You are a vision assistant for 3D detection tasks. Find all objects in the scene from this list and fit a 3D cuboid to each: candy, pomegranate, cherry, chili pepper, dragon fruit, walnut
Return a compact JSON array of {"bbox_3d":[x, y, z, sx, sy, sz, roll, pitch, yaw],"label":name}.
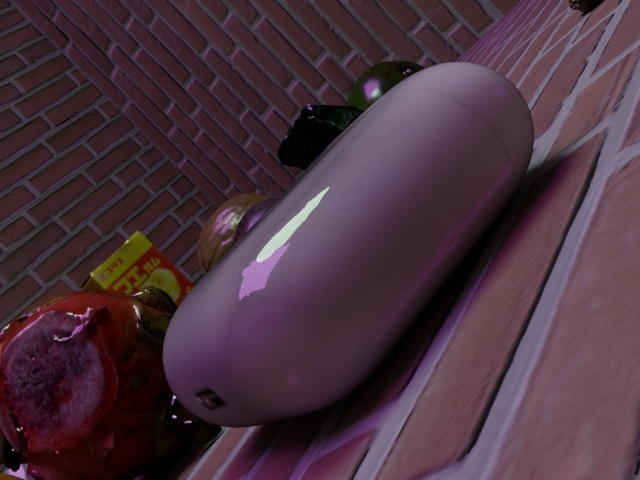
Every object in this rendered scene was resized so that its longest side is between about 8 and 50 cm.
[{"bbox_3d":[-0.308,0.130,1.596,0.146,0.276,0.088,-50,8,-36],"label":"candy"},{"bbox_3d":[0.129,-0.200,1.453,0.187,0.187,0.225,-51,-17,-50],"label":"pomegranate"},{"bbox_3d":[-0.086,0.018,1.427,0.176,0.140,0.176,21,-90,-78],"label":"cherry"},{"bbox_3d":[0.056,-0.156,1.244,0.265,0.116,0.148,5,20,35],"label":"chili pepper"},{"bbox_3d":[-0.252,0.180,1.024,0.269,0.250,0.291,-27,-20,7],"label":"dragon fruit"},{"bbox_3d":[-0.150,0.013,1.709,0.228,0.228,0.228,-44,5,5],"label":"walnut"}]

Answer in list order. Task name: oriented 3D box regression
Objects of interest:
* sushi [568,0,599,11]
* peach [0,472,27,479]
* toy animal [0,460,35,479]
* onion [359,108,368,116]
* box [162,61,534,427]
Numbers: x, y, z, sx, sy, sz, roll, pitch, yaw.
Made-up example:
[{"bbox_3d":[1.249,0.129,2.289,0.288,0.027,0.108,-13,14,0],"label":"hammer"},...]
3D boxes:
[{"bbox_3d":[0.405,-0.380,1.279,0.055,0.052,0.120,-27,14,20],"label":"sushi"},{"bbox_3d":[-0.351,0.334,0.874,0.184,0.184,0.184,-44,5,5],"label":"peach"},{"bbox_3d":[-0.387,0.346,1.211,0.325,0.154,0.208,-49,-2,7],"label":"toy animal"},{"bbox_3d":[0.087,-0.090,0.996,0.173,0.135,0.198,-46,6,26],"label":"onion"},{"bbox_3d":[0.020,0.008,0.715,0.349,0.141,0.289,-48,5,-27],"label":"box"}]
